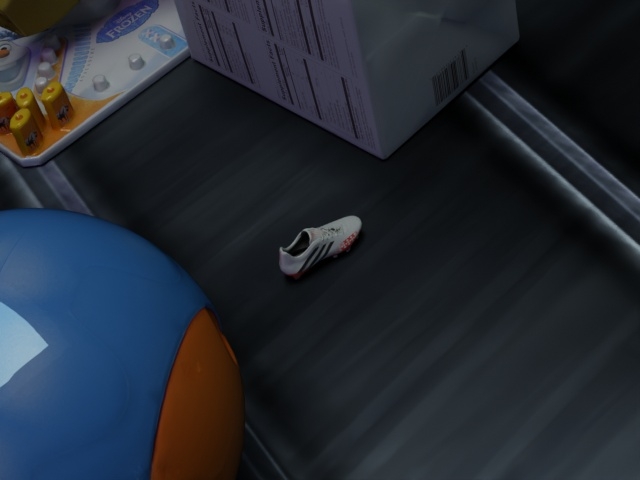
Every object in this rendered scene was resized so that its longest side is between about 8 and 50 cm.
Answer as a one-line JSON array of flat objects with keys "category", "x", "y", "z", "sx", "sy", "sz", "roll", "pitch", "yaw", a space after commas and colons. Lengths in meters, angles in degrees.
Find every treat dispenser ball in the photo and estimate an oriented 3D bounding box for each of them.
[{"category": "treat dispenser ball", "x": -0.195, "y": 0.121, "z": 1.091, "sx": 0.288, "sy": 0.288, "sz": 0.288, "roll": -7, "pitch": 46, "yaw": 7}]

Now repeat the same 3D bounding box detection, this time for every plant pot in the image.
[{"category": "plant pot", "x": -0.291, "y": -0.248, "z": 1.548, "sx": 0.081, "sy": 0.081, "sz": 0.083, "roll": 24, "pitch": 74, "yaw": 31}]

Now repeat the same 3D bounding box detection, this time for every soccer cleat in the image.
[{"category": "soccer cleat", "x": 0.000, "y": 0.000, "z": 1.336, "sx": 0.083, "sy": 0.035, "sz": 0.029, "roll": -33, "pitch": 48, "yaw": -17}]

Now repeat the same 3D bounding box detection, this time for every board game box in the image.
[{"category": "board game box", "x": -0.273, "y": -0.278, "z": 1.660, "sx": 0.390, "sy": 0.050, "sz": 0.390, "roll": -40, "pitch": 51, "yaw": -23}]

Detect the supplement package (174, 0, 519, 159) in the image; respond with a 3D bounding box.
[{"category": "supplement package", "x": 0.013, "y": -0.248, "z": 1.456, "sx": 0.263, "sy": 0.198, "sz": 0.199, "roll": 30, "pitch": 61, "yaw": 34}]
